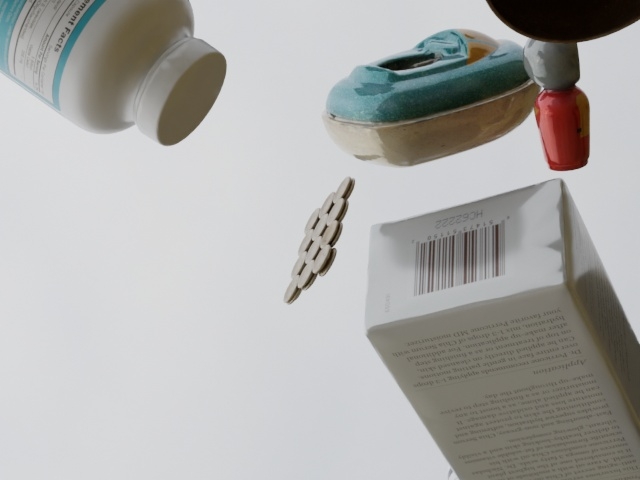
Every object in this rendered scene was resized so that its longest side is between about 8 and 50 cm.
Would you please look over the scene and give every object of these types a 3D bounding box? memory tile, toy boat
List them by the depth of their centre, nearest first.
[{"bbox_3d":[0.168,-0.166,1.665,0.267,0.318,0.148,-22,-68,-33],"label":"toy boat"},{"bbox_3d":[0.000,0.000,1.806,0.113,0.012,0.148,-47,20,46],"label":"memory tile"}]

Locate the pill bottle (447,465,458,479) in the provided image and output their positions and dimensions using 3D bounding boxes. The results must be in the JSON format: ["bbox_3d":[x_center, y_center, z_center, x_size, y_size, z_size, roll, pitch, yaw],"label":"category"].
[{"bbox_3d":[0.250,0.348,2.061,0.153,0.153,0.264,53,-155,-50],"label":"pill bottle"}]

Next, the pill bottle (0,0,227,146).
[{"bbox_3d":[-0.209,-0.187,1.311,0.146,0.264,0.146,-50,-16,-20],"label":"pill bottle"}]

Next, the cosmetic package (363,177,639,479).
[{"bbox_3d":[0.240,0.155,1.755,0.161,0.230,0.453,-84,-27,-43],"label":"cosmetic package"}]

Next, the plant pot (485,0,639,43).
[{"bbox_3d":[0.214,-0.336,1.449,0.215,0.230,0.215,-9,-49,-10],"label":"plant pot"}]
